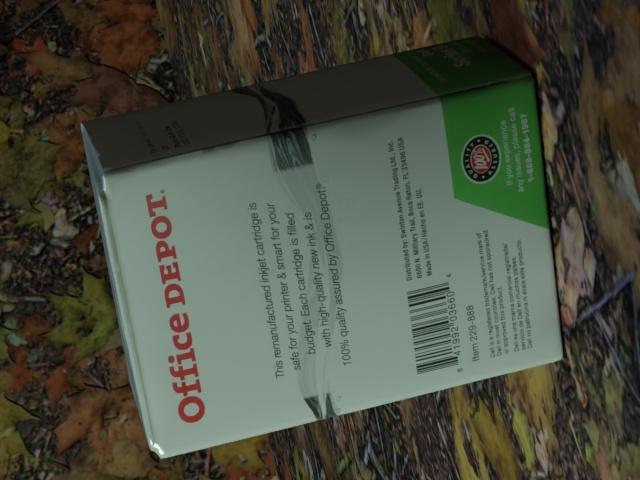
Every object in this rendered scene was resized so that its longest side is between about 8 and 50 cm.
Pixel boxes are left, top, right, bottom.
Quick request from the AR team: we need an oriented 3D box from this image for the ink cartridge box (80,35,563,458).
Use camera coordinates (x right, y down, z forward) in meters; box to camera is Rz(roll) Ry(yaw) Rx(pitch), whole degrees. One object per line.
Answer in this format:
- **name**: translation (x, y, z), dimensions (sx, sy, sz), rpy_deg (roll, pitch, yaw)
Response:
- **ink cartridge box**: translation (0.000, 0.000, 1.297), dimensions (0.121, 0.289, 0.211), rpy_deg (-125, 24, -65)
